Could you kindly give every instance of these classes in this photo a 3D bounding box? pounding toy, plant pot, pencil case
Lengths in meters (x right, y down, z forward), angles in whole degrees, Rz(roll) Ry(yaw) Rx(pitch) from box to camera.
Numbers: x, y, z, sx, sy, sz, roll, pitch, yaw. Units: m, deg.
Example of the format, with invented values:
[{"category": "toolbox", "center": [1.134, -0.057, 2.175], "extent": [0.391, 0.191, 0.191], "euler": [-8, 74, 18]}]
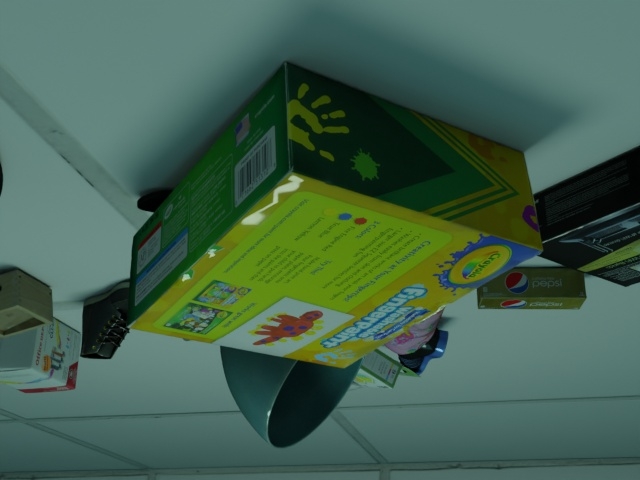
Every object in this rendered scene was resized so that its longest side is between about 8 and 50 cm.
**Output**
[{"category": "pounding toy", "center": [-0.585, 0.105, 1.564], "extent": [0.141, 0.100, 0.130], "euler": [-16, 154, 11]}, {"category": "plant pot", "center": [-0.071, 0.210, 1.597], "extent": [0.195, 0.290, 0.290], "euler": [31, 170, 27]}, {"category": "pencil case", "center": [0.160, 0.106, 1.496], "extent": [0.124, 0.124, 0.284], "euler": [1, 157, 0]}]

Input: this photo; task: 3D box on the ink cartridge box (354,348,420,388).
[{"category": "ink cartridge box", "center": [0.098, 0.267, 1.830], "extent": [0.209, 0.062, 0.109], "euler": [34, 158, -24]}]

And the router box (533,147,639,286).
[{"category": "router box", "center": [0.472, -0.037, 1.193], "extent": [0.243, 0.081, 0.309], "euler": [18, 151, -33]}]

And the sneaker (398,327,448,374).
[{"category": "sneaker", "center": [0.194, 0.225, 1.823], "extent": [0.090, 0.081, 0.232], "euler": [18, 154, -5]}]

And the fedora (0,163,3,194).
[{"category": "fedora", "center": [-0.558, -0.016, 1.085], "extent": [0.152, 0.334, 0.334], "euler": [36, 150, -4]}]

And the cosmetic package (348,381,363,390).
[{"category": "cosmetic package", "center": [0.004, 0.310, 1.984], "extent": [0.060, 0.099, 0.239], "euler": [19, 151, -35]}]

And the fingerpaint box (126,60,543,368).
[{"category": "fingerpaint box", "center": [0.000, 0.000, 1.155], "extent": [0.371, 0.163, 0.445], "euler": [15, 146, -29]}]

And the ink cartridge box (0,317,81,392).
[{"category": "ink cartridge box", "center": [-0.602, 0.233, 1.790], "extent": [0.127, 0.128, 0.176], "euler": [-6, 156, 14]}]

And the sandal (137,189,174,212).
[{"category": "sandal", "center": [-0.182, -0.035, 1.272], "extent": [0.179, 0.040, 0.067], "euler": [14, 153, -27]}]

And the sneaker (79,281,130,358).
[{"category": "sneaker", "center": [-0.373, 0.155, 1.615], "extent": [0.083, 0.118, 0.222], "euler": [22, 149, -39]}]

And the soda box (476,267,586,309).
[{"category": "soda box", "center": [0.367, 0.085, 1.505], "extent": [0.181, 0.058, 0.061], "euler": [-1, 156, 3]}]
